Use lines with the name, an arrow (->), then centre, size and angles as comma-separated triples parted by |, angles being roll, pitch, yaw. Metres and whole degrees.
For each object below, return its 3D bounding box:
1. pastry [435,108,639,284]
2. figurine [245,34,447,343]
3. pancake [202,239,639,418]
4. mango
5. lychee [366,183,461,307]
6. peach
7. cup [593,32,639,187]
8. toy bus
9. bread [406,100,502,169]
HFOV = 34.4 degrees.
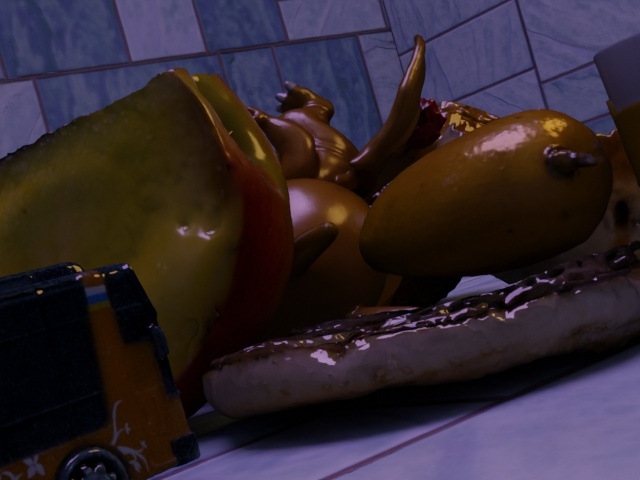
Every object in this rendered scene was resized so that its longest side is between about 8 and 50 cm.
pastry -> 0.236, -0.019, 1.096 | 0.256, 0.170, 0.237 | 14, -23, -7
figurine -> -0.003, -0.030, 1.207 | 0.268, 0.401, 0.387 | 18, 37, -2
pancake -> 0.101, 0.075, 0.842 | 0.382, 0.071, 0.382 | -14, -4, -1
mango -> 0.132, -0.026, 0.885 | 0.176, 0.119, 0.317 | -15, -5, -32
lychee -> 0.110, 0.005, 1.580 | 0.271, 0.236, 0.236 | -34, -11, 36
peach -> -0.192, 0.038, 0.986 | 0.380, 0.306, 0.242 | -29, -11, 13
cup -> 0.299, -0.061, 0.729 | 0.185, 0.226, 0.241 | -15, 2, 38
toy bus -> -0.222, 0.115, 0.617 | 0.138, 0.167, 0.275 | -17, -2, 43
bread -> 0.274, -0.058, 1.401 | 0.344, 0.148, 0.195 | 18, -35, -3
